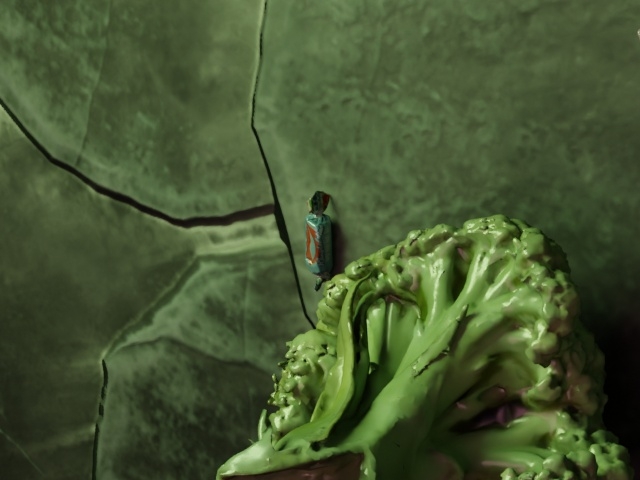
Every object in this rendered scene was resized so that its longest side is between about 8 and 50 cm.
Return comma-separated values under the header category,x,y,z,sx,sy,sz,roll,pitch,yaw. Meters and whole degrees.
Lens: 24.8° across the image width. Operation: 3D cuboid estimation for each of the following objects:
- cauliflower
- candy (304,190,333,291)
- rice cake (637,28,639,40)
category,x,y,z,sx,sy,sz,roll,pitch,yaw
cauliflower,0.080,0.148,0.993,0.260,0.281,0.327,12,118,5
candy,0.000,0.000,1.164,0.020,0.030,0.083,12,118,32
rice cake,0.264,-0.053,0.934,0.047,0.036,0.207,-25,87,35
